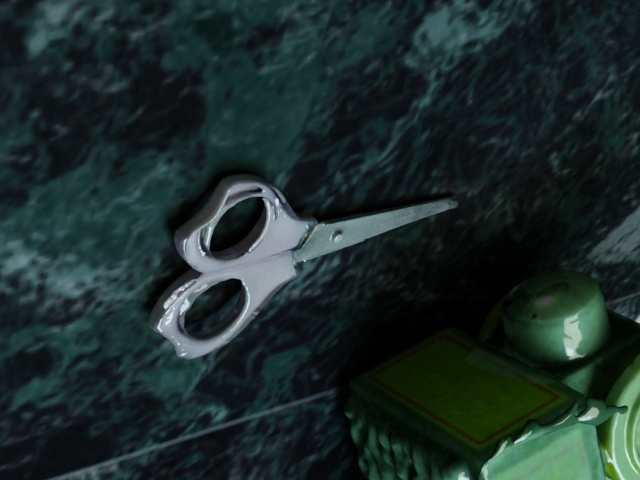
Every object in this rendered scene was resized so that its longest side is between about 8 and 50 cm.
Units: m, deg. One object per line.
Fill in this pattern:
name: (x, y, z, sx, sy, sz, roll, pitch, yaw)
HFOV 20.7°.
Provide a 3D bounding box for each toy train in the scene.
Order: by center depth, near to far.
toy train: (0.130, 0.151, 0.975, 0.188, 0.159, 0.272, -28, 119, -23)

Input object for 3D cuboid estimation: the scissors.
scissors: (0.000, 0.000, 0.842, 0.189, 0.015, 0.100, -14, 133, -39)
